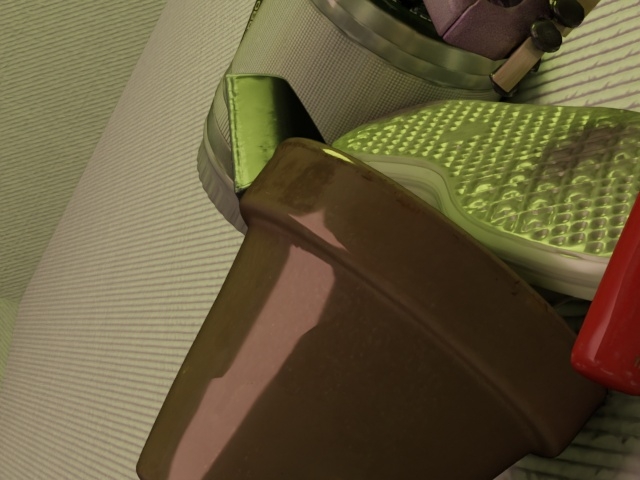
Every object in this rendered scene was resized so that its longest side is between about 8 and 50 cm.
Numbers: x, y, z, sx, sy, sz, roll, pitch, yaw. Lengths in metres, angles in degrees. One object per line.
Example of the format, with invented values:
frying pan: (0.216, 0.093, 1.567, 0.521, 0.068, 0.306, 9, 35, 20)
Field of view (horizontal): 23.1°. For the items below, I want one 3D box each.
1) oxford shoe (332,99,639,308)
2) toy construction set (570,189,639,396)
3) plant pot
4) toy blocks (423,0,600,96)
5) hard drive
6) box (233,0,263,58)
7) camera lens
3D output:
oxford shoe: (0.143, -0.010, 1.070, 0.449, 0.169, 0.130, 20, 131, 66)
toy construction set: (0.244, -0.009, 0.462, 0.257, 0.309, 0.237, 7, 72, 65)
plant pot: (0.010, 0.102, 0.983, 0.229, 0.263, 0.263, -50, 14, -9)
toy blocks: (0.157, -0.319, 0.975, 0.288, 0.260, 0.309, -48, 0, -36)
hard drive: (0.000, 0.000, 1.227, 0.054, 0.254, 0.172, -21, 38, 10)
box: (0.015, -0.344, 1.901, 0.394, 0.097, 0.318, -68, 18, 4)
camera lens: (0.035, -0.136, 1.367, 0.274, 0.219, 0.219, -58, 20, 33)
